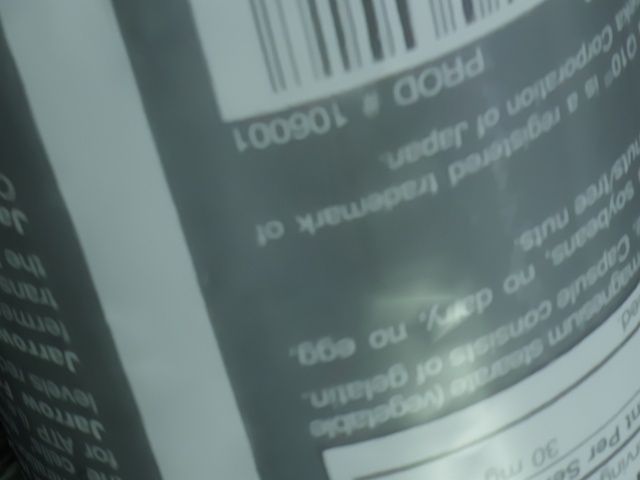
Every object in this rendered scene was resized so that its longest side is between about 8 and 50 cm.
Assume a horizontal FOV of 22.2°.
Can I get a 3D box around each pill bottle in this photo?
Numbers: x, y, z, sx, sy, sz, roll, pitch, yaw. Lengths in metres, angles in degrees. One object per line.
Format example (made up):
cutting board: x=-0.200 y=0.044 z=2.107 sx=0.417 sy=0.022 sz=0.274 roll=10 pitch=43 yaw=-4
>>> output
pill bottle: x=0.000 y=0.000 z=0.456 sx=0.204 sy=0.204 sz=0.361 roll=-43 pitch=134 yaw=-36
